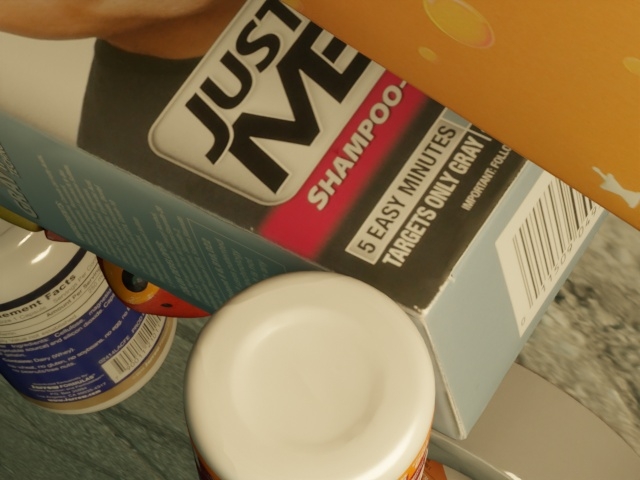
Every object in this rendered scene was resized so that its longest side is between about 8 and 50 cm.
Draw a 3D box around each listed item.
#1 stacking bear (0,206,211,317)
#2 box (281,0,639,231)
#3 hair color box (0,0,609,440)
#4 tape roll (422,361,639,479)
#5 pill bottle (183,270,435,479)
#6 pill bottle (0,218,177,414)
[{"bbox_3d":[-0.144,-0.068,0.984,0.289,0.164,0.175,39,126,0],"label":"stacking bear"},{"bbox_3d":[0.076,-0.143,0.438,0.345,0.168,0.215,33,161,6],"label":"box"},{"bbox_3d":[-0.056,-0.088,0.766,0.374,0.185,0.113,25,158,26],"label":"hair color box"},{"bbox_3d":[0.122,0.155,1.233,0.219,0.072,0.219,30,160,12],"label":"tape roll"},{"bbox_3d":[-0.003,0.077,0.653,0.086,0.086,0.152,31,160,13],"label":"pill bottle"},{"bbox_3d":[-0.220,0.009,1.336,0.153,0.153,0.264,24,157,31],"label":"pill bottle"}]
